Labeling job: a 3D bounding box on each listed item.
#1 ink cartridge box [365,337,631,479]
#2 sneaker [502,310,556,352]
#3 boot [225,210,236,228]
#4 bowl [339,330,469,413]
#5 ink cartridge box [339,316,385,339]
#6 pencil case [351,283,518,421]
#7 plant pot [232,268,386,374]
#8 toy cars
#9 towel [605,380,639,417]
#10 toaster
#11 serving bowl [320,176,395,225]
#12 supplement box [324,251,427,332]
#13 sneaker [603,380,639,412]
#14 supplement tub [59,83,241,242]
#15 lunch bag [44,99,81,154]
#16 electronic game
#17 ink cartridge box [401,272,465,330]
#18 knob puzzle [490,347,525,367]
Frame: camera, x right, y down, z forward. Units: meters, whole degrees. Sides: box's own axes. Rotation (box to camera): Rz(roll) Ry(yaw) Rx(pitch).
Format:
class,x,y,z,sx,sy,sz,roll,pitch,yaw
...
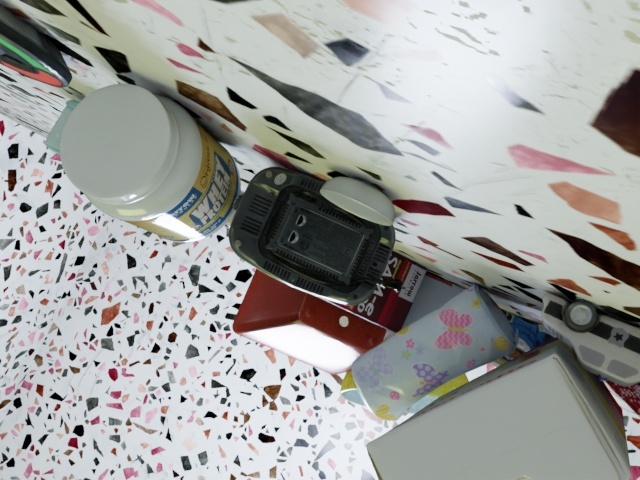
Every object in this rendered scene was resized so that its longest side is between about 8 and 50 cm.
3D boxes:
class,x,y,z,sx,sy,sz,roll,pitch,yaw
ink cartridge box,0.273,0.273,0.857,0.160,0.279,0.384,63,-160,16
sneaker,0.403,0.186,1.093,0.083,0.071,0.190,21,-173,-35
boot,-0.185,-0.068,1.351,0.207,0.090,0.248,36,-176,35
bowl,0.194,0.282,1.300,0.289,0.156,0.289,8,157,3
ink cartridge box,0.132,0.184,1.531,0.283,0.207,0.117,25,177,-4
pencil case,0.183,0.188,0.971,0.124,0.273,0.113,60,-161,19
plant pot,0.018,0.113,1.197,0.267,0.267,0.235,27,163,-19
toy cars,0.431,0.181,0.716,0.393,0.087,0.176,27,175,-13
towel,0.493,0.255,0.851,0.275,0.031,0.199,52,-163,30
toaster,0.000,0.000,0.749,0.227,0.129,0.146,23,179,1
serving bowl,0.042,-0.045,0.614,0.083,0.027,0.083,24,175,2
supplement box,0.052,0.056,1.035,0.239,0.130,0.073,26,175,-14
sneaker,0.541,0.248,1.108,0.178,0.072,0.077,26,152,13
supplement tub,-0.188,-0.082,0.685,0.144,0.144,0.199,24,175,14
lunch bag,-0.336,-0.139,1.033,0.224,0.108,0.279,30,174,4
electronic game,-0.382,-0.232,0.636,0.229,0.048,0.229,25,175,3
ink cartridge box,0.228,0.149,1.144,0.128,0.127,0.176,23,174,15
knob puzzle,0.412,0.219,1.180,0.213,0.030,0.213,21,-155,-10
